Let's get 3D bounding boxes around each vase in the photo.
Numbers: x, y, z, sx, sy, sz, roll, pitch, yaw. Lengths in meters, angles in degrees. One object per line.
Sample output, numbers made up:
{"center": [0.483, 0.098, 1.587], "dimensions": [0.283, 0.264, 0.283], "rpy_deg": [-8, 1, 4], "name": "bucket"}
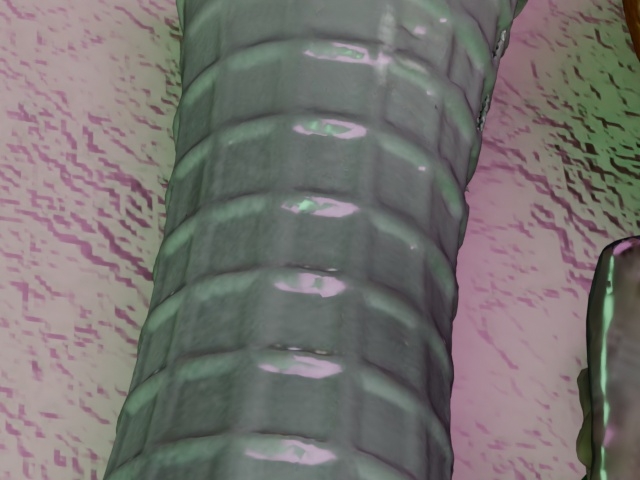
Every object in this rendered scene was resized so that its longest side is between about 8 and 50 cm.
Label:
{"center": [0.000, 0.000, 0.617], "dimensions": [0.143, 0.143, 0.299], "rpy_deg": [15, 51, -10], "name": "vase"}

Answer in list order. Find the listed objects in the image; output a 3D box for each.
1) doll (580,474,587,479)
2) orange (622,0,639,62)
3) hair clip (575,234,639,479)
{"center": [0.179, 0.058, 0.658], "dimensions": [0.186, 0.106, 0.134], "rpy_deg": [18, 65, -8], "name": "doll"}
{"center": [0.279, -0.101, 0.737], "dimensions": [0.310, 0.274, 0.274], "rpy_deg": [-32, 63, 3], "name": "orange"}
{"center": [0.095, 0.151, 0.546], "dimensions": [0.173, 0.069, 0.300], "rpy_deg": [5, 74, -18], "name": "hair clip"}
